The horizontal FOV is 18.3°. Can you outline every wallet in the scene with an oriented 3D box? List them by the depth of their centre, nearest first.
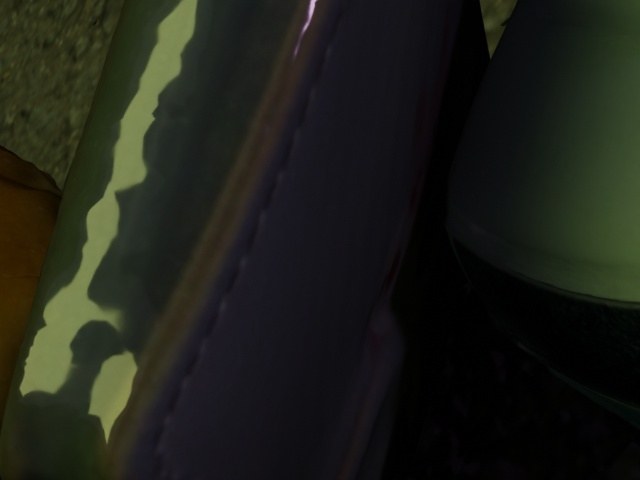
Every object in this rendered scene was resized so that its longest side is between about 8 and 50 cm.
[{"bbox_3d":[0.000,0.000,0.597,0.083,0.360,0.252,12,78,11],"label":"wallet"}]

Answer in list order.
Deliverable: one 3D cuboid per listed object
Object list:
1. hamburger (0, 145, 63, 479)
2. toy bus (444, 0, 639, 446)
[{"bbox_3d":[-0.203,0.090,0.879,0.290,0.170,0.314,-57,35,-4],"label":"hamburger"},{"bbox_3d":[0.144,-0.067,0.569,0.133,0.165,0.271,20,83,52],"label":"toy bus"}]
